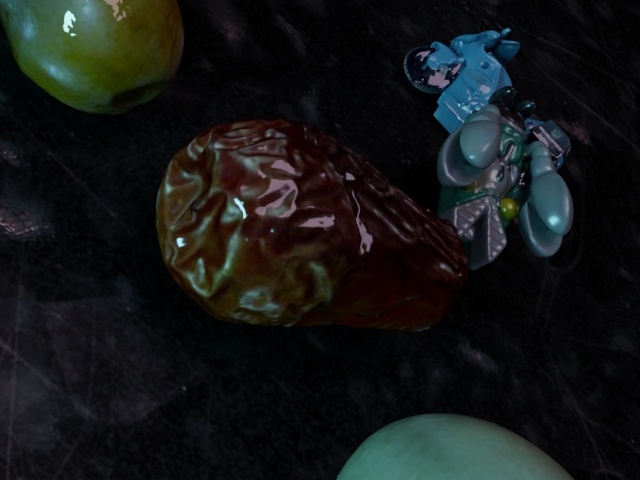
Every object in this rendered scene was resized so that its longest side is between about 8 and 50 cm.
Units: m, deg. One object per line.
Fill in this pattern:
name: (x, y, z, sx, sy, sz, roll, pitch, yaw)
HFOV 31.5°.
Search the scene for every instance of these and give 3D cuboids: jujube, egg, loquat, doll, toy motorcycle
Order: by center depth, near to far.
egg: (0.136, 0.310, 0.940, 0.258, 0.258, 0.352, -5, 66, -45)
jujube: (0.000, 0.000, 1.140, 0.342, 0.216, 0.216, 13, 48, -38)
loquat: (-0.241, -0.236, 1.156, 0.227, 0.179, 0.179, 55, 39, 6)
doll: (0.216, -0.095, 1.442, 0.195, 0.153, 0.258, 5, 66, -26)
toy motorcycle: (0.253, -0.194, 1.627, 0.182, 0.123, 0.272, -35, 80, -29)
